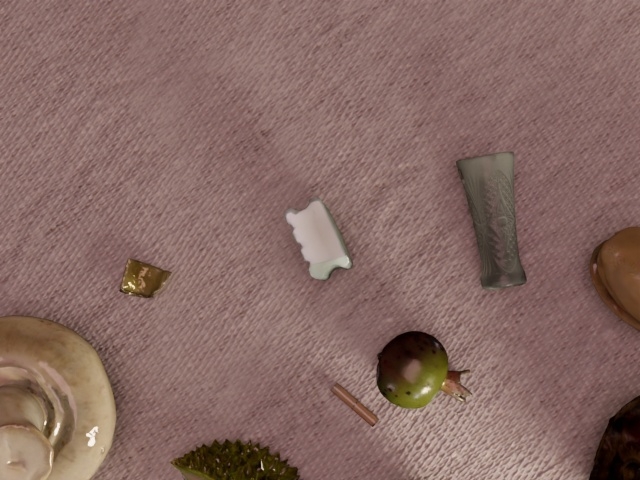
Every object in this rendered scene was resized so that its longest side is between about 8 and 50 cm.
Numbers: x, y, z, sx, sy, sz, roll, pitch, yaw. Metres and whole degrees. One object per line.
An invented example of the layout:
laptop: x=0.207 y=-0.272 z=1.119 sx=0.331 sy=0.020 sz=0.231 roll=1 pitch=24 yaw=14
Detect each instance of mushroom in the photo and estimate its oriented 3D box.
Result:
mushroom: x=-0.460 y=0.289 z=1.855 sx=0.356 sy=0.315 sz=0.315 roll=26 pitch=88 yaw=38

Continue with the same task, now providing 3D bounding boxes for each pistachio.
pistachio: x=0.574 y=0.078 z=1.854 sx=0.293 sy=0.162 sz=0.181 roll=21 pitch=71 yaw=8

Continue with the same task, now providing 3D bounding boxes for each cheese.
cheese: x=-0.290 y=0.069 z=1.957 sx=0.084 sy=0.041 sz=0.060 roll=12 pitch=80 yaw=19

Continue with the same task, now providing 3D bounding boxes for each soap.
soap: x=0.000 y=0.000 z=1.867 sx=0.067 sy=0.198 sz=0.119 roll=-26 pitch=86 yaw=3

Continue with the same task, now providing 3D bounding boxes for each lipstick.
lipstick: x=0.057 y=0.274 z=1.938 sx=0.094 sy=0.019 sz=0.019 roll=41 pitch=90 yaw=4

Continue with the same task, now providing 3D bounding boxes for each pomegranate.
pomegranate: x=0.168 y=0.208 z=1.884 sx=0.159 sy=0.129 sz=0.129 roll=-5 pitch=87 yaw=-4

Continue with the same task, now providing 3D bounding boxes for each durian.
durian: x=-0.091 y=0.473 z=1.908 sx=0.169 sy=0.158 sz=0.351 roll=-35 pitch=85 yaw=35

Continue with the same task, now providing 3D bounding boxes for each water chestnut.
water chestnut: x=0.569 y=0.373 z=1.806 sx=0.300 sy=0.300 sz=0.299 roll=0 pitch=87 yaw=3

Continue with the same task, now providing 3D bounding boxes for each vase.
vase: x=0.286 y=-0.031 z=1.909 sx=0.096 sy=0.096 sz=0.219 roll=-9 pitch=89 yaw=2
